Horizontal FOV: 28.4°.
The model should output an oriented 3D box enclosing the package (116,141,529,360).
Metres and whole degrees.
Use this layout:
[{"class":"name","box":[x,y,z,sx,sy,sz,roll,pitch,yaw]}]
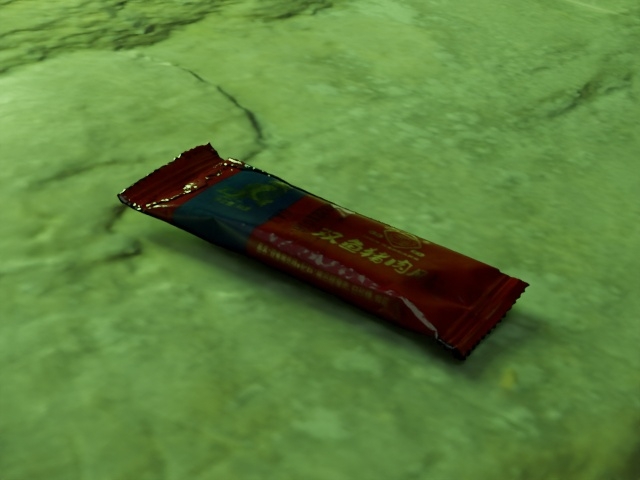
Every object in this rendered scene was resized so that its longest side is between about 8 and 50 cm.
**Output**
[{"class":"package","box":[0.000,0.000,0.638,0.200,0.022,0.083,24,31,22]}]
